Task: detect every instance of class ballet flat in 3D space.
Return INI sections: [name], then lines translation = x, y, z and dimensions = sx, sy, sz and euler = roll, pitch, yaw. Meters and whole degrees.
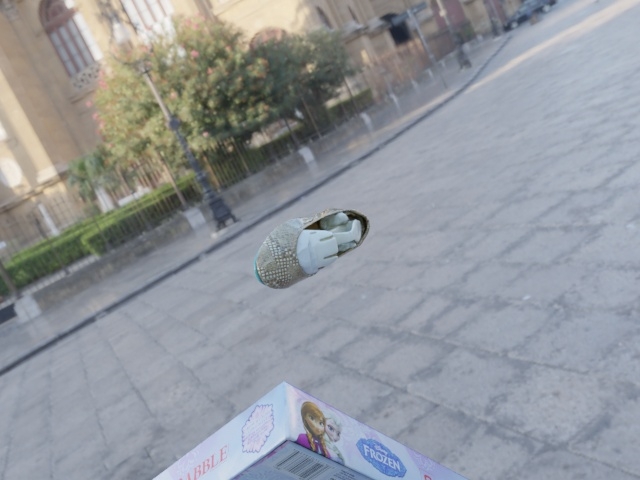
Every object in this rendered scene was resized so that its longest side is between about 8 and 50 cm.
[ballet flat]
translation = 0.000, 0.000, 0.779
dimensions = 0.067, 0.073, 0.206
euler = -9, 15, 30

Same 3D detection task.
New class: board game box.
[board game box]
translation = -0.028, 0.313, 0.706
dimensions = 0.318, 0.318, 0.066
euler = -40, 33, 23
